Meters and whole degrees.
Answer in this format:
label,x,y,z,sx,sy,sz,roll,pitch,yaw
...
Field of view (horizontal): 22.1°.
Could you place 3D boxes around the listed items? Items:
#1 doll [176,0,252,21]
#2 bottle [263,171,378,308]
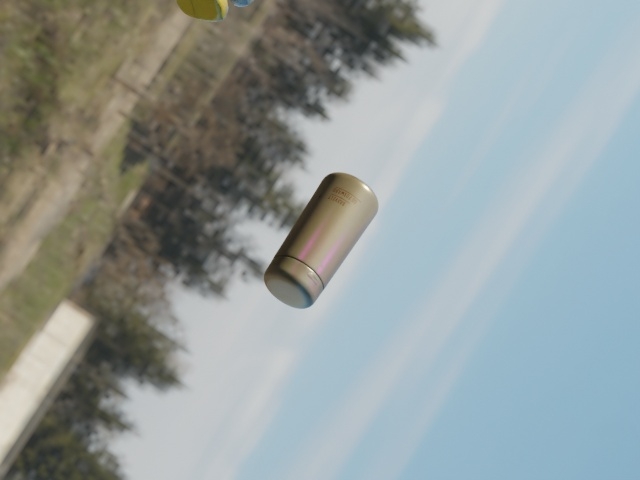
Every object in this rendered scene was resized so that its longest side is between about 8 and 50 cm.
label,x,y,z,sx,sy,sz,roll,pitch,yaw
doll,-0.048,-0.314,1.350,0.103,0.145,0.316,-16,-143,44
bottle,0.000,0.000,1.129,0.096,0.045,0.045,-56,-174,-29
